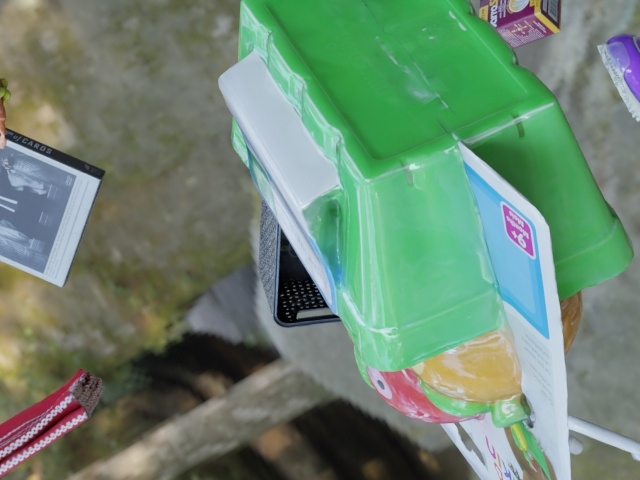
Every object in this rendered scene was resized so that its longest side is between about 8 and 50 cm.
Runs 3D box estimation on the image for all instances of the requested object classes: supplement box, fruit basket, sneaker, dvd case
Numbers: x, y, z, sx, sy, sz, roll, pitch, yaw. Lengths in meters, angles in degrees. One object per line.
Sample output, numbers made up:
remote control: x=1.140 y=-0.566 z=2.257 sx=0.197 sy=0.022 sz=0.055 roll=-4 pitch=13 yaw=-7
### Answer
supplement box: x=0.219 y=-0.248 z=1.837 sx=0.043 sy=0.083 sz=0.055 roll=33 pitch=-129 yaw=-40
fruit basket: x=0.056 y=0.025 z=0.971 sx=0.327 sy=0.165 sz=0.353 roll=-122 pitch=18 yaw=-45
sneaker: x=0.435 y=-0.195 z=1.908 sx=0.293 sy=0.146 sz=0.102 roll=18 pitch=-136 yaw=-48
dvd case: x=-0.404 y=-0.060 z=2.099 sx=0.238 sy=0.179 sz=0.029 roll=23 pitch=-147 yaw=-2

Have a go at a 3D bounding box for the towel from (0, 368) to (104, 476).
towel: x=-0.279 y=0.181 z=1.450 sx=0.031 sy=0.199 sz=0.275 roll=56 pitch=176 yaw=-3

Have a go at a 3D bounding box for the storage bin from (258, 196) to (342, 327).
storage bin: x=0.000 y=0.000 z=1.867 sx=0.084 sy=0.122 sz=0.180 roll=-110 pitch=18 yaw=-48

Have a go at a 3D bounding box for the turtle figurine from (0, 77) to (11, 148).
turtle figurine: x=-0.263 y=-0.159 z=1.242 sx=0.087 sy=0.217 sz=0.269 roll=16 pitch=-178 yaw=-2

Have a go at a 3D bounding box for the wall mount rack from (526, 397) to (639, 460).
wall mount rack: x=0.207 y=0.282 z=1.639 sx=0.130 sy=0.350 sz=0.304 roll=21 pitch=173 yaw=-5
